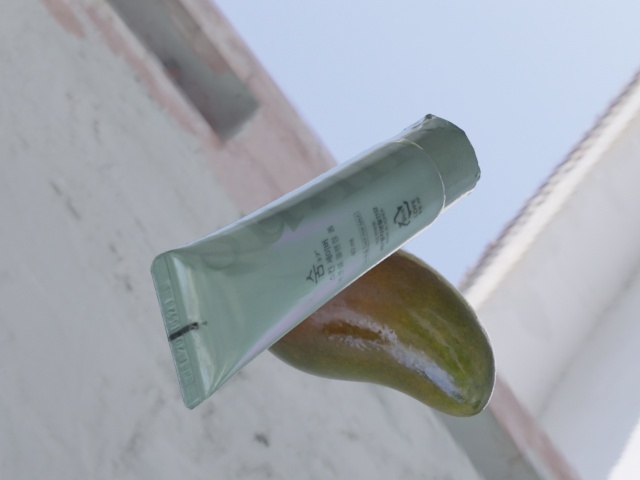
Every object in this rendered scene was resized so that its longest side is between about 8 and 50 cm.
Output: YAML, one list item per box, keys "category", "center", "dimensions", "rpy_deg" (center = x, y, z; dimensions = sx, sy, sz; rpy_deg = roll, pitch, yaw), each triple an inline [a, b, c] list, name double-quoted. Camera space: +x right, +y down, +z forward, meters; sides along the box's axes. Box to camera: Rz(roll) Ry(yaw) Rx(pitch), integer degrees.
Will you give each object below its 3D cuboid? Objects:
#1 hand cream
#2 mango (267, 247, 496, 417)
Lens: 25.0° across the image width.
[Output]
- category: "hand cream"
  center: [0.000, 0.000, 0.694]
  dimensions: [0.205, 0.050, 0.078]
  rpy_deg: [-33, -55, -39]
- category: "mango"
  center: [0.038, 0.065, 1.365]
  dimensions: [0.129, 0.289, 0.146]
  rpy_deg: [30, -104, -60]
